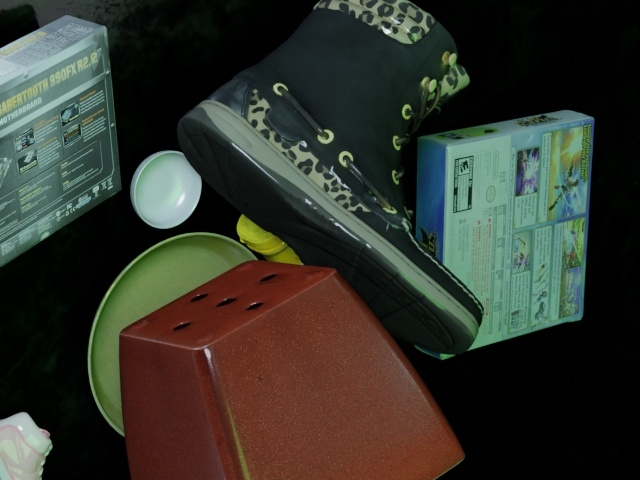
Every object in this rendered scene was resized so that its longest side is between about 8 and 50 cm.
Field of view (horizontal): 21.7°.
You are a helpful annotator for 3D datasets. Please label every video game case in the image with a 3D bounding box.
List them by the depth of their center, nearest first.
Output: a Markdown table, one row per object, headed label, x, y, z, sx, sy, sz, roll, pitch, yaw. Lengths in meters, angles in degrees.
| label | x | y | z | sx | sy | sz | roll | pitch | yaw |
| --- | --- | --- | --- | --- | --- | --- | --- | --- | --- |
| video game case | 0.225 | -0.011 | 2.060 | 0.244 | 0.061 | 0.270 | -12 | 111 | -35 |

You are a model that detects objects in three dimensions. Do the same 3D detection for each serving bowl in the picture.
| label | x | y | z | sx | sy | sz | roll | pitch | yaw |
| --- | --- | --- | --- | --- | --- | --- | --- | --- | --- |
| serving bowl | -0.166 | -0.056 | 1.751 | 0.083 | 0.027 | 0.083 | -13 | 112 | -35 |

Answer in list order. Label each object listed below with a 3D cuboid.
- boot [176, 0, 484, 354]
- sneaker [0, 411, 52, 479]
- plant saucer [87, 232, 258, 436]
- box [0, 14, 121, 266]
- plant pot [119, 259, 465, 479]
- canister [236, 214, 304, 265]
| label | x | y | z | sx | sy | sz | roll | pitch | yaw |
| --- | --- | --- | --- | --- | --- | --- | --- | --- | --- |
| boot | 0.070 | -0.087 | 1.767 | 0.377 | 0.138 | 0.284 | 38 | 62 | 1 |
| sneaker | -0.299 | 0.237 | 1.721 | 0.070 | 0.051 | 0.134 | -30 | 117 | -23 |
| plant saucer | -0.154 | 0.104 | 1.806 | 0.241 | 0.037 | 0.241 | -13 | 112 | -35 |
| box | -0.287 | -0.084 | 1.566 | 0.231 | 0.056 | 0.183 | -39 | 137 | -44 |
| plant pot | -0.059 | 0.165 | 1.725 | 0.267 | 0.267 | 0.236 | -30 | 108 | -29 |
| canister | 0.000 | 0.000 | 1.875 | 0.126 | 0.073 | 0.170 | -53 | 131 | -14 |
